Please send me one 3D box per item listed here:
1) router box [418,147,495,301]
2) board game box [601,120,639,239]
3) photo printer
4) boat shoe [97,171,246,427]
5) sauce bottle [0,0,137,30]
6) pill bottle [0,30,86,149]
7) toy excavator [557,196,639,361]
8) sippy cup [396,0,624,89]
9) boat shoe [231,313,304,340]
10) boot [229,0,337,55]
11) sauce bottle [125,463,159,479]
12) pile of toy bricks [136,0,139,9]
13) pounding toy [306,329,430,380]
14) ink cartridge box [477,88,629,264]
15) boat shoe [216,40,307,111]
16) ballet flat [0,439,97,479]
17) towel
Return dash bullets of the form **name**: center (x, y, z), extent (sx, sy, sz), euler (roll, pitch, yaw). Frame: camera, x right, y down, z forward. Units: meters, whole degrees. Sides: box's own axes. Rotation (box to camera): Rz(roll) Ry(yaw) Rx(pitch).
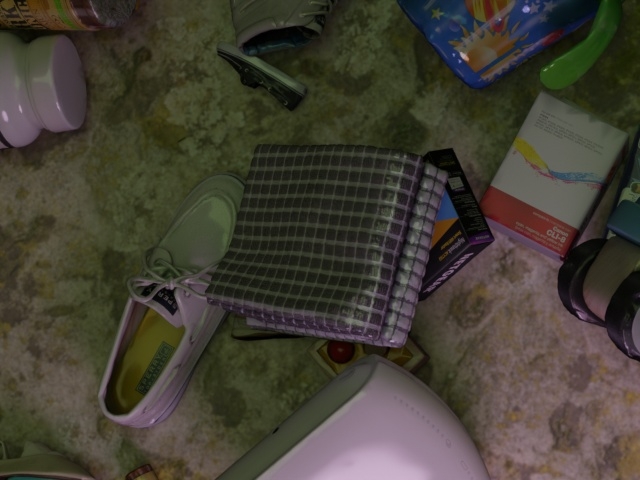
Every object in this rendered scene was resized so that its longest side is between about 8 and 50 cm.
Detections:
- **router box**: center (0.134, -0.016, 1.782), extent (0.046, 0.179, 0.133), euler (-11, 68, -33)
- **board game box**: center (0.440, -0.039, 1.793), extent (0.136, 0.035, 0.201), euler (19, 87, 13)
- **photo printer**: center (0.044, 0.309, 1.752), extent (0.307, 0.107, 0.256), euler (-40, 107, 4)
- **boat shoe**: center (-0.198, 0.073, 1.846), extent (0.136, 0.156, 0.367), euler (28, 90, 13)
- **sauce bottle**: center (-0.406, -0.338, 1.910), extent (0.344, 0.111, 0.111), euler (5, 84, 34)
- **pill bottle**: center (-0.474, -0.200, 1.933), extent (0.278, 0.162, 0.162), euler (-7, 82, 10)
- **toy excavator**: center (0.570, 0.007, 1.646), extent (0.433, 0.222, 0.445), euler (32, 96, -14)
- **sippy cup**: center (0.226, -0.318, 1.777), extent (0.224, 0.305, 0.240), euler (-41, 107, 11)
- **boat shoe**: center (-0.056, 0.106, 1.863), extent (0.135, 0.050, 0.045), euler (-4, 78, 20)
- **boot**: center (0.003, -0.321, 1.875), extent (0.258, 0.095, 0.123), euler (-17, 60, 17)
- **sauce bottle**: center (-0.215, 0.361, 1.873), extent (0.042, 0.042, 0.128), euler (-31, 77, 6)
- **pile of toy bricks**: center (-0.337, -0.396, 1.973), extent (0.212, 0.118, 0.105), euler (15, 47, 23)
- **pounding toy**: center (0.065, 0.129, 1.815), extent (0.141, 0.100, 0.130), euler (-43, 78, 4)
- **ink cartridge box**: center (0.295, -0.078, 1.780), extent (0.127, 0.128, 0.176), euler (28, 90, 13)
- **boat shoe**: center (-0.086, -0.224, 1.917), extent (0.142, 0.049, 0.040), euler (31, 90, 11)
- **ballet flat**: center (-0.416, 0.308, 1.906), extent (0.248, 0.086, 0.086), euler (-6, 82, 12)
- **towel**: center (0.000, 0.000, 1.734), extent (0.283, 0.121, 0.235), euler (5, 79, 42)
